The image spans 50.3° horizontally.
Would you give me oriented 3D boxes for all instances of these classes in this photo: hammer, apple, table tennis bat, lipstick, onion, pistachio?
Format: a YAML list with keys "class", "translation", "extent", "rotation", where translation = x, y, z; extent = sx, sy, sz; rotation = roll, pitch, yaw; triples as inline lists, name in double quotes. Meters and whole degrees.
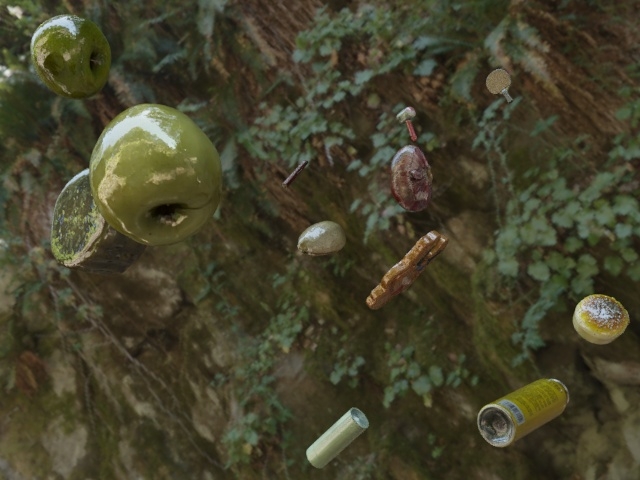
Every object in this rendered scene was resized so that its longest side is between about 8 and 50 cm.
- class: "hammer"
  translation: [0.218, -0.282, 1.664]
  extent: [0.031, 0.083, 0.052]
  rotation: [-14, -9, -32]
- class: "apple"
  translation: [-0.595, -0.438, 1.622]
  extent: [0.196, 0.156, 0.197]
  rotation: [10, -90, -84]
- class: "table tennis bat"
  translation: [0.375, -0.317, 1.409]
  extent: [0.050, 0.083, 0.007]
  rotation: [-35, -27, 25]
- class: "apple"
  translation: [-0.313, -0.122, 1.294]
  extent: [0.262, 0.262, 0.262]
  rotation: [-41, -12, -10]
- class: "lipstick"
  translation: [-0.091, -0.250, 2.547]
  extent: [0.176, 0.027, 0.027]
  rotation: [-53, -2, -41]
- class: "onion"
  translation: [0.255, -0.179, 2.063]
  extent: [0.151, 0.206, 0.098]
  rotation: [-6, 15, 47]
- class: "pistachio"
  translation: [0.000, 0.000, 2.229]
  extent: [0.185, 0.126, 0.108]
  rotation: [-18, -32, -34]

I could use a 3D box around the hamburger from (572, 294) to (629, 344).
- class: "hamburger"
  translation: [0.708, 0.193, 1.716]
  extent: [0.141, 0.126, 0.081]
  rotation: [-18, -36, -22]

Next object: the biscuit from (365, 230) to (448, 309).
- class: "biscuit"
  translation: [0.281, 0.103, 2.198]
  extent: [0.334, 0.047, 0.202]
  rotation: [-45, -23, 9]

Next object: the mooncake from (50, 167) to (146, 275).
- class: "mooncake"
  translation: [-0.594, -0.051, 1.857]
  extent: [0.290, 0.290, 0.161]
  rotation: [-47, -34, 18]

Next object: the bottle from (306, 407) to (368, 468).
- class: "bottle"
  translation: [0.048, 0.569, 1.960]
  extent: [0.201, 0.072, 0.072]
  rotation: [-47, -12, 20]

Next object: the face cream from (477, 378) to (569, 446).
- class: "face cream"
  translation: [0.531, 0.421, 1.722]
  extent: [0.348, 0.105, 0.105]
  rotation: [-7, -35, -46]
